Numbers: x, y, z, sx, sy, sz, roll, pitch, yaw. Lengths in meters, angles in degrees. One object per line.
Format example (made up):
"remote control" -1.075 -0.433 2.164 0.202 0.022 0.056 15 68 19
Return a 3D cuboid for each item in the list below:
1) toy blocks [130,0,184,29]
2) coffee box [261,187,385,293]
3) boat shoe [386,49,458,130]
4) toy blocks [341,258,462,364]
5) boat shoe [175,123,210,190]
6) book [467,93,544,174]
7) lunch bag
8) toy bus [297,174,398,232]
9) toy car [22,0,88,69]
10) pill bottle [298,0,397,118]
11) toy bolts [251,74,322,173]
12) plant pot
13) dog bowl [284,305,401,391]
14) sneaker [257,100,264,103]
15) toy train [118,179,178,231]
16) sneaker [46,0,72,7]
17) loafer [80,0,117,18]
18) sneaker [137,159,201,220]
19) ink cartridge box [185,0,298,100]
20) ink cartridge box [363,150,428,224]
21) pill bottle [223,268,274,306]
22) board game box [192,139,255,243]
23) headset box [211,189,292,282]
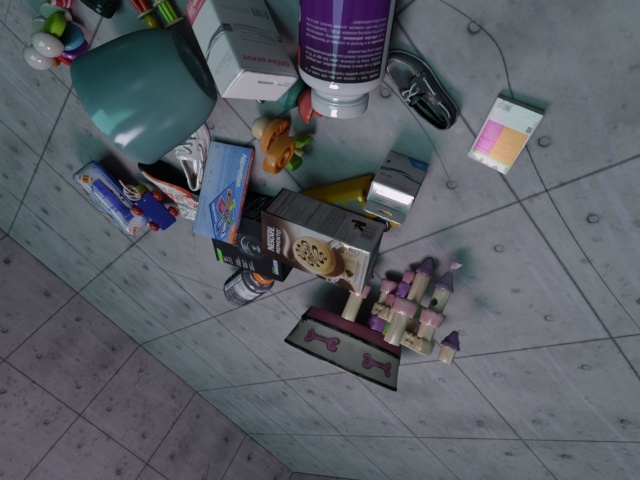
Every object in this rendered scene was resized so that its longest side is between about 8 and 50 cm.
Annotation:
"toy blocks" -0.413 -0.581 1.004 0.123 0.054 0.148 -7 125 37
"coffee box" 0.000 0.000 1.097 0.297 0.119 0.168 21 137 15
"boat shoe" 0.209 -0.313 0.875 0.206 0.065 0.075 42 138 -10
"toy blocks" 0.274 0.173 1.219 0.309 0.260 0.288 25 174 -28
"boat shoe" -0.390 -0.272 1.253 0.098 0.096 0.277 13 134 23
"book" 0.386 -0.222 0.881 0.096 0.035 0.144 27 138 11
"lunch bag" -0.760 -0.147 1.534 0.303 0.115 0.243 52 157 -21
"toy bus" 0.068 -0.089 1.144 0.332 0.108 0.130 -9 123 37
"toy car" -0.734 -0.558 1.173 0.182 0.159 0.136 -15 155 39
"pill bottle" 0.048 -0.409 0.793 0.181 0.181 0.323 19 136 14
"toy bolts" -0.105 -0.292 1.004 0.158 0.218 0.228 34 121 7
"plant pot" -0.403 -0.374 1.031 0.235 0.293 0.293 -26 117 10
"dog bowl" 0.090 0.357 1.417 0.408 0.150 0.408 23 167 6
"sneaker" -0.174 -0.386 1.069 0.035 0.031 0.083 -12 119 54
"toy train" -0.616 -0.156 1.449 0.143 0.105 0.248 44 171 45
"sneaker" -0.694 -0.675 1.102 0.042 0.067 0.118 -7 96 38
"loafer" -0.608 -0.654 1.047 0.223 0.076 0.078 35 102 -5
"sneaker" -0.504 -0.166 1.428 0.270 0.090 0.145 26 136 3
"ink cartridge box" -0.163 -0.411 0.873 0.092 0.158 0.218 -33 78 43
"ink cartridge box" 0.179 -0.128 0.983 0.104 0.180 0.060 22 138 10
"pill bottle" -0.255 0.151 1.551 0.130 0.130 0.245 43 137 -12
"board game box" -0.289 -0.144 1.238 0.145 0.027 0.281 15 96 20
"headset box" -0.225 -0.026 1.362 0.283 0.131 0.246 17 136 17
